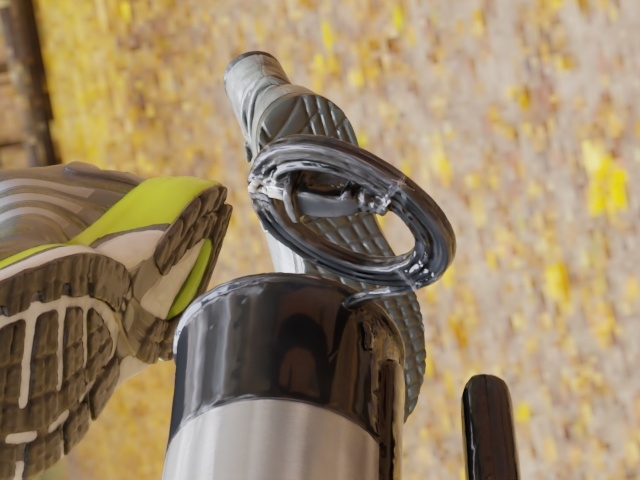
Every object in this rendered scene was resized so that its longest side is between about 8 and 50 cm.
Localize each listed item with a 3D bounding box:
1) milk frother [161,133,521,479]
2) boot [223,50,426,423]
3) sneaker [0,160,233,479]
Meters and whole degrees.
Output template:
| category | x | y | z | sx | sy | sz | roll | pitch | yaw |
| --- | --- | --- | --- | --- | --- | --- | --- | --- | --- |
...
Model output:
| category | x | y | z | sx | sy | sz | roll | pitch | yaw |
| --- | --- | --- | --- | --- | --- | --- | --- | --- | --- |
| milk frother | -0.007 | 0.060 | 0.628 | 0.135 | 0.129 | 0.143 | -86 | -26 | -45 |
| boot | 0.000 | 0.000 | 1.287 | 0.161 | 0.083 | 0.247 | -130 | 26 | -72 |
| sneaker | -0.147 | 0.028 | 0.918 | 0.300 | 0.121 | 0.111 | -31 | -46 | -69 |
